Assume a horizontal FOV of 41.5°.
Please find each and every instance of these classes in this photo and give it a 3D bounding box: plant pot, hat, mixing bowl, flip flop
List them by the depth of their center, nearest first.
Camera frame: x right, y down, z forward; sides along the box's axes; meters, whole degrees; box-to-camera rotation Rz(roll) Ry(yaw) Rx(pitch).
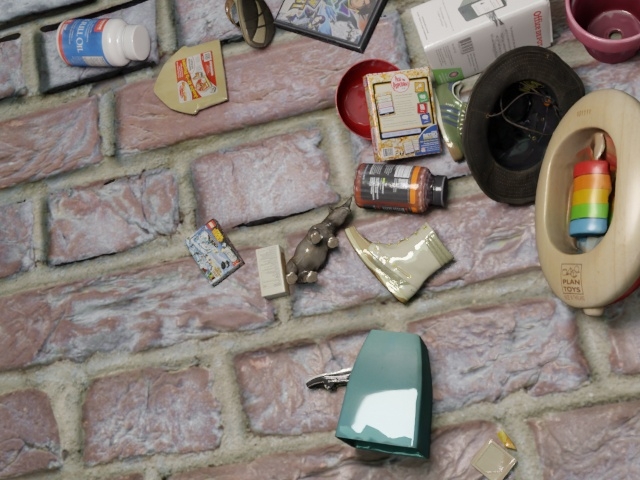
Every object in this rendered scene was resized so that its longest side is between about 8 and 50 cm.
[{"bbox_3d":[0.148,0.313,1.748,0.166,0.165,0.234,4,69,18],"label":"plant pot"},{"bbox_3d":[0.622,-0.469,1.784,0.201,0.180,0.201,-4,75,16],"label":"plant pot"},{"bbox_3d":[0.404,-0.249,1.806,0.331,0.331,0.134,-56,28,-2],"label":"hat"},{"bbox_3d":[0.112,-0.316,1.933,0.182,0.098,0.181,0,92,-11],"label":"mixing bowl"},{"bbox_3d":[-0.201,-0.590,2.124,0.080,0.112,0.277,-40,66,36],"label":"flip flop"}]

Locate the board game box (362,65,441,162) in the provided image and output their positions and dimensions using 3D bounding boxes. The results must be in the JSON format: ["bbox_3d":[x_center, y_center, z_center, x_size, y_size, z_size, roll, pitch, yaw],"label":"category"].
[{"bbox_3d":[0.181,-0.279,1.875,0.147,0.045,0.193,-9,94,-11],"label":"board game box"}]

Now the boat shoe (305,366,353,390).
[{"bbox_3d":[0.029,0.308,1.843,0.125,0.046,0.038,-15,67,5],"label":"boat shoe"}]

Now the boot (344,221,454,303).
[{"bbox_3d":[0.171,0.011,1.858,0.165,0.077,0.213,-42,73,4],"label":"boot"}]

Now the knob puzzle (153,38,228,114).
[{"bbox_3d":[-0.331,-0.404,2.148,0.213,0.030,0.213,-4,76,16],"label":"knob puzzle"}]

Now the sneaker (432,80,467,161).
[{"bbox_3d":[0.307,-0.276,1.894,0.086,0.064,0.192,-22,67,16],"label":"sneaker"}]

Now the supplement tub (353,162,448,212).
[{"bbox_3d":[0.180,-0.115,1.872,0.198,0.106,0.106,6,78,18],"label":"supplement tub"}]

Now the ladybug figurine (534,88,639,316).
[{"bbox_3d":[0.569,-0.071,1.671,0.305,0.162,0.449,-1,80,62],"label":"ladybug figurine"}]

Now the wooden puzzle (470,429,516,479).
[{"bbox_3d":[0.353,0.450,1.721,0.116,0.014,0.078,-45,64,2],"label":"wooden puzzle"}]

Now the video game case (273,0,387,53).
[{"bbox_3d":[0.048,-0.619,2.082,0.248,0.035,0.274,22,83,21],"label":"video game case"}]

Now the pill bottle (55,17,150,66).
[{"bbox_3d":[-0.562,-0.516,2.199,0.222,0.124,0.124,3,77,18],"label":"pill bottle"}]

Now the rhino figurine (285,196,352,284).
[{"bbox_3d":[0.000,0.000,1.904,0.073,0.106,0.243,34,86,-9],"label":"rhino figurine"}]

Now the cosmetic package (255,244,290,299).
[{"bbox_3d":[-0.110,0.073,1.948,0.060,0.041,0.115,-11,73,14],"label":"cosmetic package"}]

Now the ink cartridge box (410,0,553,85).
[{"bbox_3d":[0.358,-0.469,1.857,0.273,0.198,0.114,-19,70,11],"label":"ink cartridge box"}]

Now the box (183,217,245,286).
[{"bbox_3d":[-0.254,0.028,2.013,0.094,0.027,0.137,-37,69,7],"label":"box"}]
